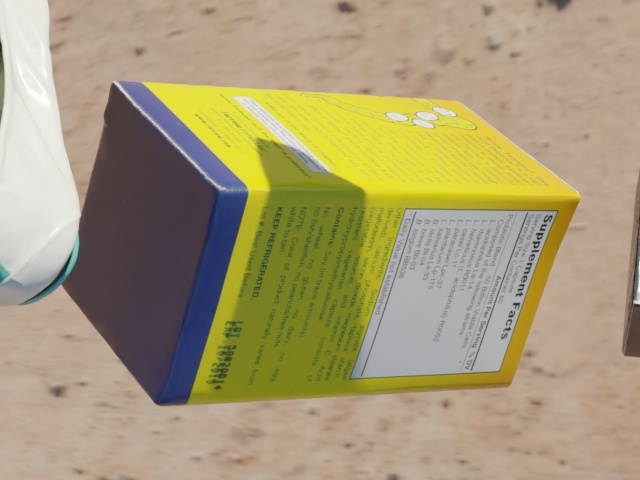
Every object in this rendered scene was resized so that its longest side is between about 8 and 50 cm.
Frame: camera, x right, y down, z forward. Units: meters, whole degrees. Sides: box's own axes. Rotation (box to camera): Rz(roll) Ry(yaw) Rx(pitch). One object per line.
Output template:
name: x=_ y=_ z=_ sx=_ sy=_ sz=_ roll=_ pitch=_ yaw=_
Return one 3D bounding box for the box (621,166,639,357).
box: x=0.312 y=0.008 z=1.394 sx=0.156 sy=0.093 sz=0.158 roll=7 pitch=61 yaw=7

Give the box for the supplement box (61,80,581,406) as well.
supplement box: x=0.000 y=0.000 z=1.538 sx=0.356 sy=0.195 sz=0.194 roll=1 pitch=119 yaw=-35

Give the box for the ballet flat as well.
ballet flat: x=-0.269 y=-0.126 z=1.377 sx=0.139 sy=0.139 sz=0.400 roll=-1 pitch=46 yaw=-21
